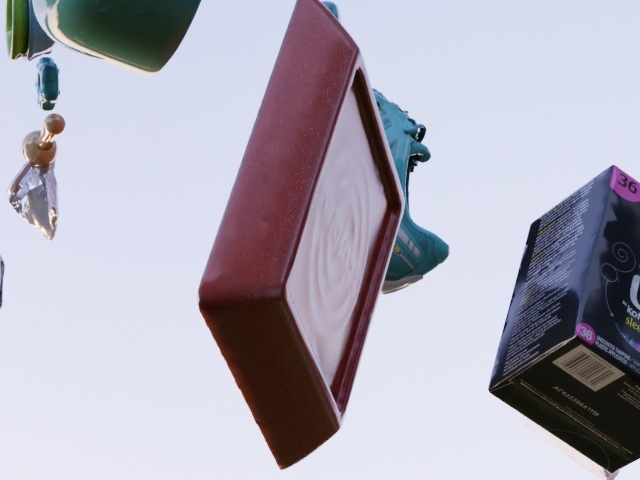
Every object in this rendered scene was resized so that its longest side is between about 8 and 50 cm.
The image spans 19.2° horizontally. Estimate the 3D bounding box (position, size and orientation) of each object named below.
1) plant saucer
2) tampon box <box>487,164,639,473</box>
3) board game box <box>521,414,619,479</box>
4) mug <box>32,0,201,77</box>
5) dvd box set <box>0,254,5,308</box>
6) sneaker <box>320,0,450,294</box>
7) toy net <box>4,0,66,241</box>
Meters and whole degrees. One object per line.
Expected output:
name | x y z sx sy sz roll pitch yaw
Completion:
plant saucer | 0.000 0.000 1.340 0.047 0.259 0.258 8 -30 18
tampon box | 0.206 0.055 1.324 0.120 0.161 0.101 33 -40 -16
board game box | 0.206 0.159 1.572 0.020 0.090 0.090 -51 -25 -12
mug | -0.142 -0.197 1.299 0.097 0.158 0.129 19 -50 -23
dvd box set | -0.544 0.016 1.739 0.420 0.062 0.307 -4 -17 13
sneaker | 0.039 -0.086 1.655 0.110 0.275 0.107 -17 -15 7
toy net | -0.227 -0.109 1.469 0.045 0.122 0.232 -2 -59 -16
